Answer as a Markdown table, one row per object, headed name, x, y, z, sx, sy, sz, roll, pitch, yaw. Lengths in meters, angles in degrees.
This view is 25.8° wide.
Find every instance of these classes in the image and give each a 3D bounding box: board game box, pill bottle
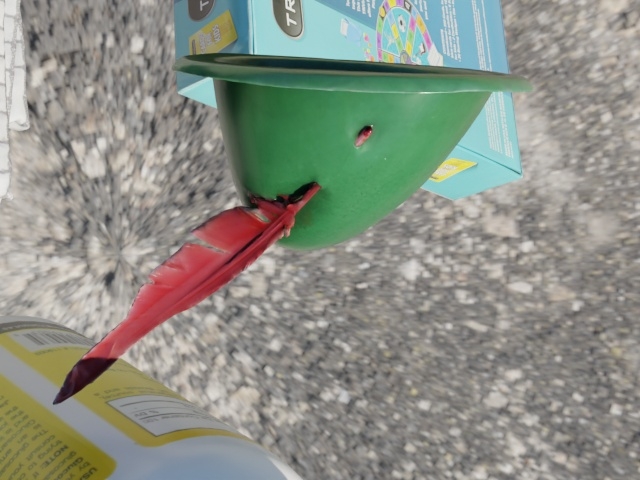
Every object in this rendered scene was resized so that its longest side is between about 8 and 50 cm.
| name | x | y | z | sx | sy | sz | roll | pitch | yaw |
| --- | --- | --- | --- | --- | --- | --- | --- | --- | --- |
| board game box | 0.025 | -0.196 | 1.117 | 0.336 | 0.079 | 0.254 | 18 | 61 | -46 |
| pill bottle | -0.115 | 0.175 | 0.778 | 0.187 | 0.334 | 0.188 | -13 | 113 | -35 |

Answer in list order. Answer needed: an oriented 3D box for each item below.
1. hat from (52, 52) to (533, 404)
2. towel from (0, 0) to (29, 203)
| name | x | y | z | sx | sy | sz | roll | pitch | yaw |
| --- | --- | --- | --- | --- | --- | --- | --- | --- | --- |
| hat | 0.000 | 0.000 | 0.719 | 0.208 | 0.173 | 0.184 | 9 | 101 | 33 |
| towel | -0.284 | -0.142 | 0.749 | 0.235 | 0.121 | 0.284 | 4 | 70 | -32 |
